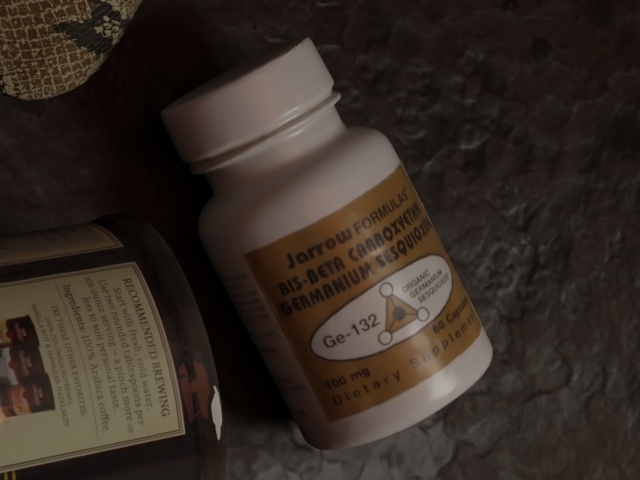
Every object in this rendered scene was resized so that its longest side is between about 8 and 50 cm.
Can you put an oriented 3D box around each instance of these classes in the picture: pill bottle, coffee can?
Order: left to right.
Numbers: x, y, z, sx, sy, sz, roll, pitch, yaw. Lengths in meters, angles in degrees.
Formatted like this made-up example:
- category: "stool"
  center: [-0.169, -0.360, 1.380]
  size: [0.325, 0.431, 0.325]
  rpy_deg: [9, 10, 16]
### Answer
- category: "coffee can"
  center: [-0.215, 0.103, 1.003]
  size: [0.275, 0.201, 0.202]
  rpy_deg: [-9, 91, -26]
- category: "pill bottle"
  center: [0.000, 0.000, 1.158]
  size: [0.131, 0.131, 0.229]
  rpy_deg: [-32, 100, -25]

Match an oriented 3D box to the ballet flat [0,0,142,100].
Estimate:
- category: "ballet flat"
  center: [-0.123, -0.326, 1.090]
  size: [0.164, 0.182, 0.483]
  rpy_deg: [15, 80, -22]
